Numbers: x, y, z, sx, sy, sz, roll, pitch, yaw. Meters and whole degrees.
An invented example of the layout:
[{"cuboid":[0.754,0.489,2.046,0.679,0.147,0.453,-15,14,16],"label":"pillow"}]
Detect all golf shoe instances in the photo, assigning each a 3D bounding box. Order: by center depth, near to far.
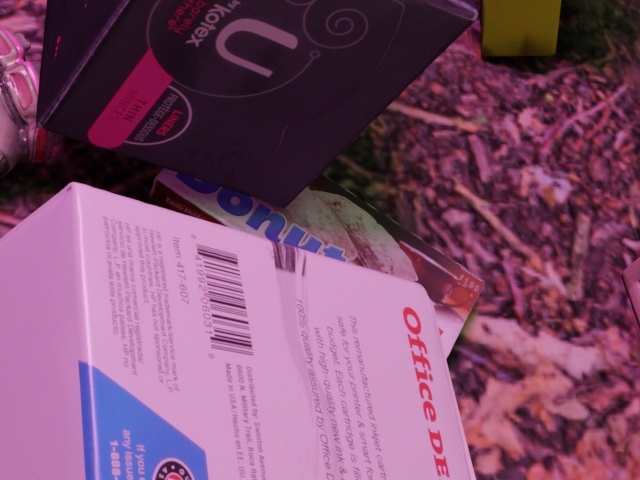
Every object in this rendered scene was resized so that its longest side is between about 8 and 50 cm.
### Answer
[{"cuboid":[-0.205,-0.110,0.552,0.086,0.067,0.186,-24,72,-29],"label":"golf shoe"}]

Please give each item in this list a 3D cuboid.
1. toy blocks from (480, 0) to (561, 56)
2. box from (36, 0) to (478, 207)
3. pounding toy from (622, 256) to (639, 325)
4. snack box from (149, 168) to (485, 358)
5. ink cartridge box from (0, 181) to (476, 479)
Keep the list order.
[{"cuboid":[0.150,-0.347,0.693,0.190,0.381,0.261,-1,39,2],"label":"toy blocks"},{"cuboid":[-0.042,-0.181,0.568,0.143,0.165,0.270,18,48,-30],"label":"box"},{"cuboid":[0.262,0.049,0.557,0.094,0.206,0.181,-1,62,-22],"label":"pounding toy"},{"cuboid":[0.000,0.000,0.596,0.178,0.022,0.064,33,55,0],"label":"snack box"},{"cuboid":[-0.034,0.080,0.453,0.203,0.086,0.148,18,52,-43],"label":"ink cartridge box"}]
